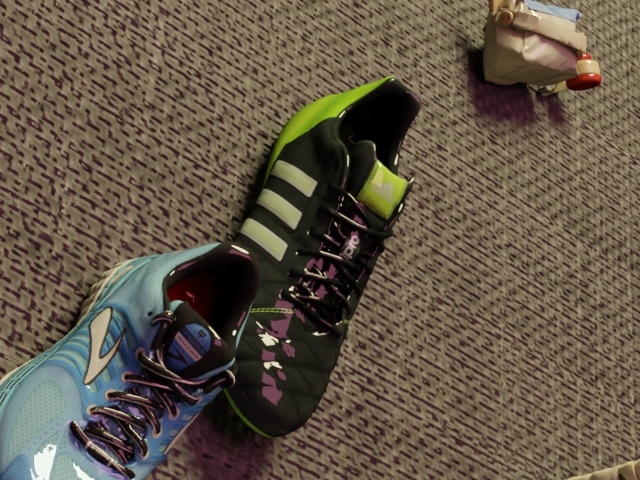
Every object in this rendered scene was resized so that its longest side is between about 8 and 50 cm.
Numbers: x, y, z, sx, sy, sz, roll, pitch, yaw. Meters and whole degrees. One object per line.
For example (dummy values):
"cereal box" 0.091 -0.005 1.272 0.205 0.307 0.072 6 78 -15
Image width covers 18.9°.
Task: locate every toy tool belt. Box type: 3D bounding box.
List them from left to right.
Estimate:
"toy tool belt" 0.117 -0.109 1.013 0.083 0.052 0.051 5 73 -47

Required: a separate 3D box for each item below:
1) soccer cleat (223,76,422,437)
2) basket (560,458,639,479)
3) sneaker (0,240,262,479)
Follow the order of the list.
"soccer cleat" 0.000 0.000 0.801 0.060 0.072 0.179 38 44 -26
"basket" 0.173 0.176 0.862 0.113 0.103 0.167 3 67 -46
"sneaker" -0.069 0.050 0.695 0.063 0.073 0.162 47 41 -18
